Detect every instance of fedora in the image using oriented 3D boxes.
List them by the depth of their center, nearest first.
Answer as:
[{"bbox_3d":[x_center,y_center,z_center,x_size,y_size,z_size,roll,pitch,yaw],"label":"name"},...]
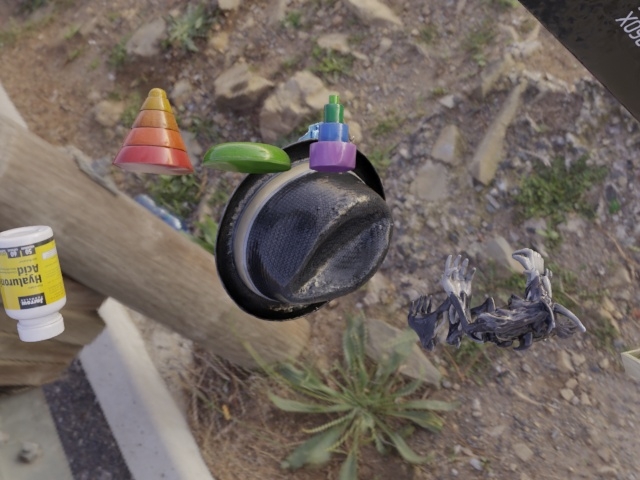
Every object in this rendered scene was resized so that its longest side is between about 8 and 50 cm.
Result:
[{"bbox_3d":[0.000,0.000,1.274,0.334,0.334,0.152,-56,35,-4],"label":"fedora"}]

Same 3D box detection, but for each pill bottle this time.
[{"bbox_3d":[-0.312,0.047,0.847,0.065,0.065,0.116,2,107,34],"label":"pill bottle"}]

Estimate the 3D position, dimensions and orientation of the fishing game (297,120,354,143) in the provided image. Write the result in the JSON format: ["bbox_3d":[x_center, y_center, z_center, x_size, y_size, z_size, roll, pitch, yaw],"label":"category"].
[{"bbox_3d":[-0.019,-0.138,1.513,0.041,0.189,0.264,17,72,28],"label":"fishing game"}]

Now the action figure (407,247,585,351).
[{"bbox_3d":[0.231,0.081,1.053,0.276,0.164,0.140,-21,70,61],"label":"action figure"}]

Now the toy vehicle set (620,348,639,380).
[{"bbox_3d":[0.585,0.190,1.197,0.166,0.267,0.035,-14,89,4],"label":"toy vehicle set"}]

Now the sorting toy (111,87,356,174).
[{"bbox_3d":[-0.127,-0.163,1.132,0.366,0.127,0.126,1,86,16],"label":"sorting toy"}]

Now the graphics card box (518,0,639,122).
[{"bbox_3d":[0.237,-0.210,0.575,0.094,0.371,0.232,-22,59,36],"label":"graphics card box"}]
